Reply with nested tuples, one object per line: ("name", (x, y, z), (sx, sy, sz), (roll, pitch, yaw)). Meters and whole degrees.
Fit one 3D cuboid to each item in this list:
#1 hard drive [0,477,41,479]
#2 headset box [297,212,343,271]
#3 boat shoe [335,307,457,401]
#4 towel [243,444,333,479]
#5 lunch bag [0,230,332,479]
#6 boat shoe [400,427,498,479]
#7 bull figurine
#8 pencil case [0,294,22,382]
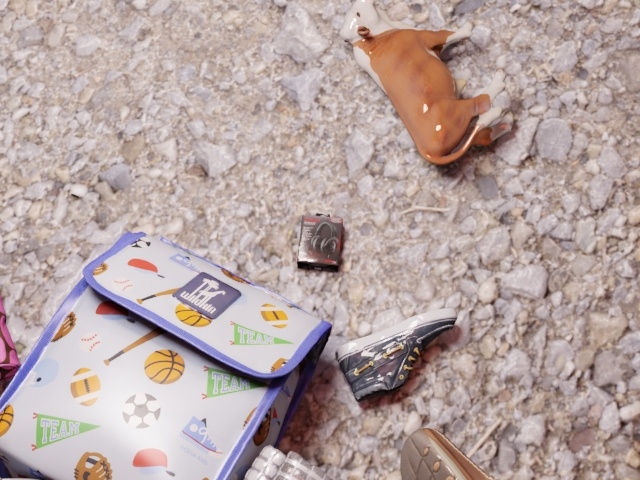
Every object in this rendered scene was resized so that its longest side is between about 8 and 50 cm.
("hard drive", (-0.365, 0.383, 1.522), (0.054, 0.255, 0.172), (-16, 77, -23))
("headset box", (0.000, 0.000, 1.788), (0.062, 0.032, 0.083), (6, 71, 2))
("boat shoe", (0.118, 0.162, 1.716), (0.183, 0.065, 0.083), (-22, 72, -1))
("towel", (-0.013, 0.421, 1.511), (0.283, 0.121, 0.235), (42, 68, -31))
("lunch bag", (-0.206, 0.194, 1.612), (0.327, 0.239, 0.385), (26, 62, 11))
("boat shoe", (0.229, 0.384, 1.617), (0.116, 0.123, 0.324), (-18, 64, -43))
("bull figurine", (0.160, -0.255, 1.848), (0.188, 0.101, 0.310), (-22, 71, -10))
("pencil case", (-0.482, 0.101, 1.713), (0.095, 0.098, 0.209), (-20, 70, -7))
